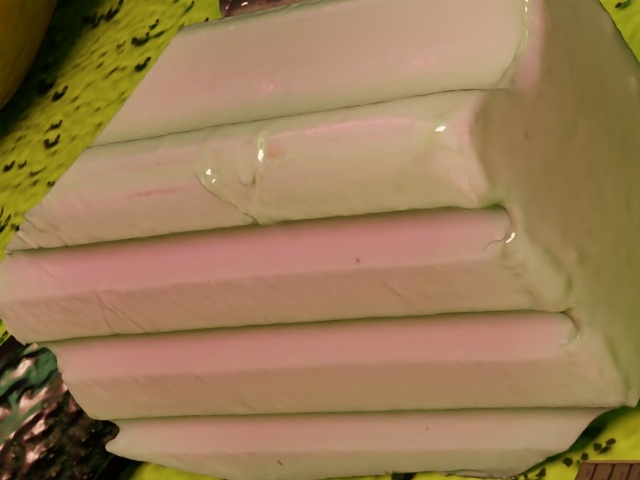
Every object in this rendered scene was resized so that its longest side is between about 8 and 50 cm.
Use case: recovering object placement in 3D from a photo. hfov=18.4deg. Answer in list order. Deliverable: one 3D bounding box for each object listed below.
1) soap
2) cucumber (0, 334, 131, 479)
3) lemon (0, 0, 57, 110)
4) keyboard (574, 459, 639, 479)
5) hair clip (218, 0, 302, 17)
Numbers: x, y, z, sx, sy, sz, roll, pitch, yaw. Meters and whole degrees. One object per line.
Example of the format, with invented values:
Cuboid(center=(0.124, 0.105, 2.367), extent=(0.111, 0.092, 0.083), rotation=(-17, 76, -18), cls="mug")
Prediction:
Cuboid(center=(0.000, 0.000, 0.630), extent=(0.231, 0.145, 0.091), rotation=(-5, 43, 41), cls="soap")
Cuboid(center=(-0.128, 0.100, 0.735), extent=(0.241, 0.074, 0.074), rotation=(-52, 33, -7), cls="cucumber")
Cuboid(center=(-0.290, -0.158, 0.961), extent=(0.348, 0.348, 0.348), rotation=(-30, 37, 26), cls="lemon")
Cuboid(center=(0.068, 0.116, 0.538), extent=(0.049, 0.015, 0.129), rotation=(-3, 54, 49), cls="keyboard")
Cuboid(center=(0.047, -0.131, 0.798), extent=(0.187, 0.056, 0.146), rotation=(-31, 34, 10), cls="hair clip")
